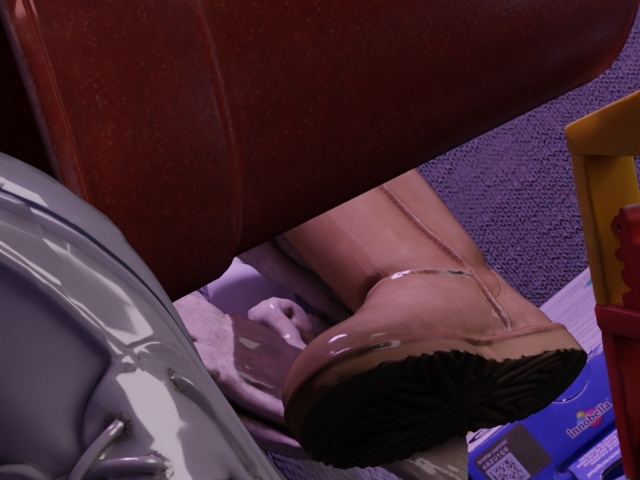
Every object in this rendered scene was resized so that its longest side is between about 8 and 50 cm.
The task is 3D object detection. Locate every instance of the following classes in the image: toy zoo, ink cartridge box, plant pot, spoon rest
[{"bbox_3d":[0.178,0.045,0.654,0.192,0.030,0.293,-169,-113,-72],"label":"toy zoo"},{"bbox_3d":[0.278,0.161,1.540,0.151,0.270,0.395,49,8,-2],"label":"ink cartridge box"},{"bbox_3d":[-0.026,-0.122,0.644,0.272,0.265,0.272,57,-20,34],"label":"plant pot"},{"bbox_3d":[-0.034,0.035,1.040,0.137,0.084,0.276,46,23,-34],"label":"spoon rest"}]

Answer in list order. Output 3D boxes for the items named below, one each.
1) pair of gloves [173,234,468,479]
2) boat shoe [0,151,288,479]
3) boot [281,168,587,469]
[{"bbox_3d":[-0.014,0.049,0.900,0.204,0.042,0.240,25,30,-23],"label":"pair of gloves"},{"bbox_3d":[-0.071,0.080,0.503,0.267,0.096,0.088,58,-1,-31],"label":"boat shoe"},{"bbox_3d":[0.000,0.000,0.867,0.236,0.089,0.269,3,41,-51],"label":"boot"}]
